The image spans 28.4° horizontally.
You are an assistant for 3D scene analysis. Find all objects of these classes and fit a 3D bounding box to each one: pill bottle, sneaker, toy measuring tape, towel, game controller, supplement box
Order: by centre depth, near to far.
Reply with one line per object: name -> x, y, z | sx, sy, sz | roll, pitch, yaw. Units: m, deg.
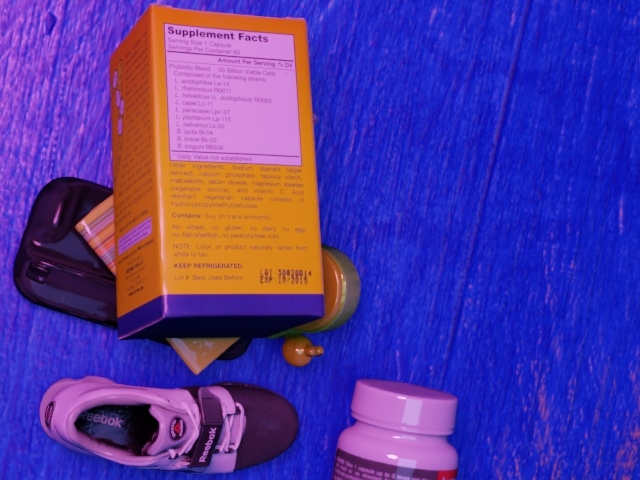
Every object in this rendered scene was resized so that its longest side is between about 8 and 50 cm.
supplement box -> -0.128, -0.071, 1.483 | 0.194, 0.195, 0.356 | 2, 78, -24
towel -> -0.191, 0.043, 1.554 | 0.102, 0.021, 0.237 | -40, 96, -20
sneaker -> -0.173, 0.238, 1.565 | 0.330, 0.146, 0.122 | 4, 91, -19
game controller -> -0.217, 0.036, 1.591 | 0.319, 0.067, 0.166 | 19, 73, -18
toy measuring tape -> 0.000, 0.000, 1.614 | 0.121, 0.121, 0.330 | 6, 92, -17
pill bottle -> 0.091, 0.332, 1.641 | 0.161, 0.161, 0.283 | 9, 91, -18
